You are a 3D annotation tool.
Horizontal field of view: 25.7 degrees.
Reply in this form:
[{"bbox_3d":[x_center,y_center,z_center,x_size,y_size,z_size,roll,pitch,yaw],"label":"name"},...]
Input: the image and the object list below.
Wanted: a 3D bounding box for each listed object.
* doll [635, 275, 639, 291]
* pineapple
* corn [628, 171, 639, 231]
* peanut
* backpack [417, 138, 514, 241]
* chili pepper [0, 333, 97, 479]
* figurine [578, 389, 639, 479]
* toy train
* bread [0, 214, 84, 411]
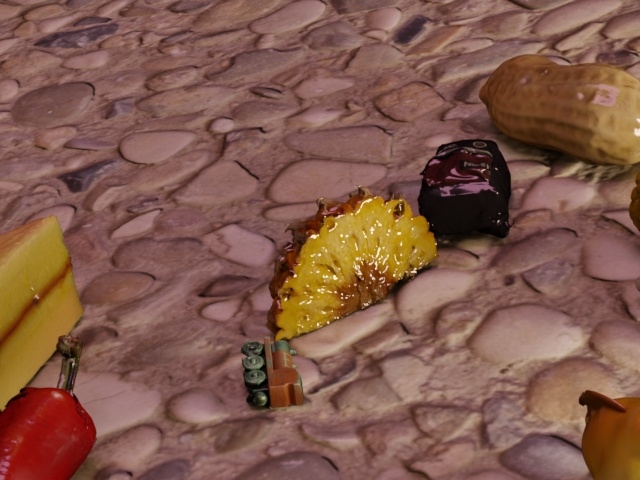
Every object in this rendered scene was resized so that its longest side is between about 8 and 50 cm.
[{"bbox_3d":[0.407,0.060,1.552,0.113,0.071,0.135,-22,26,-34],"label":"doll"},{"bbox_3d":[0.005,-0.002,1.714,0.250,0.140,0.164,-24,31,-17],"label":"pineapple"},{"bbox_3d":[0.503,-0.007,1.572,0.131,0.131,0.344,-28,37,-28],"label":"corn"},{"bbox_3d":[0.336,-0.184,1.929,0.147,0.147,0.305,-32,32,-33],"label":"peanut"},{"bbox_3d":[0.185,-0.073,1.802,0.120,0.106,0.165,-9,33,11],"label":"backpack"},{"bbox_3d":[-0.312,0.250,1.414,0.110,0.110,0.387,1,37,19],"label":"chili pepper"},{"bbox_3d":[0.333,0.217,1.260,0.246,0.131,0.156,29,62,34],"label":"figurine"},{"bbox_3d":[-0.055,0.146,1.567,0.064,0.044,0.103,-8,32,-2],"label":"toy train"},{"bbox_3d":[-0.418,0.092,1.660,0.163,0.167,0.264,1,28,20],"label":"bread"}]
